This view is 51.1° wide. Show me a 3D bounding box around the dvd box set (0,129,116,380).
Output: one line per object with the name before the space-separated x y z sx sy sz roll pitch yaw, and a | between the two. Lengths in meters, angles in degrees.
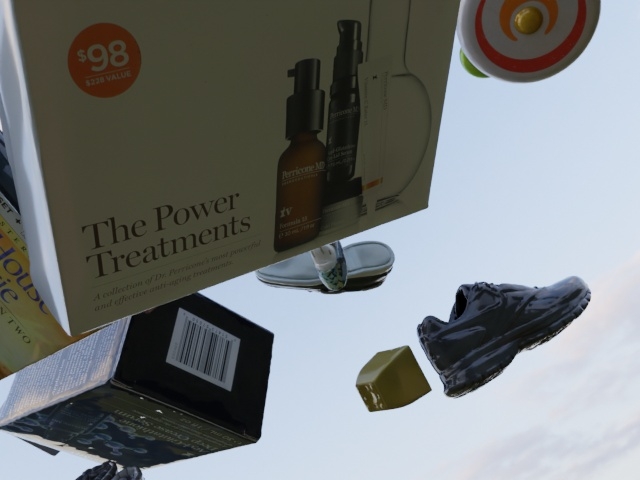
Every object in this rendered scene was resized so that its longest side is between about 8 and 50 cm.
dvd box set | -0.474 0.046 0.836 0.420 0.062 0.308 -25 -71 27

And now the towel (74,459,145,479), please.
towel | -0.353 0.497 0.970 0.283 0.121 0.235 -41 -51 -60

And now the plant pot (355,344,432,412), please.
plant pot | 0.103 0.220 1.026 0.083 0.081 0.081 -29 1 -40

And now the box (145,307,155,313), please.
box | -0.290 -0.031 1.013 0.128 0.257 0.123 -38 -39 -11

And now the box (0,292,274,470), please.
box | -0.328 0.249 1.196 0.395 0.212 0.293 -25 -46 38

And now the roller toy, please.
roller toy | 0.282 -0.327 0.934 0.191 0.146 0.209 -8 -58 14

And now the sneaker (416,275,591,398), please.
sneaker | 0.259 0.102 0.935 0.286 0.130 0.109 -24 -22 -27

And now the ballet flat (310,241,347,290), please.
ballet flat | 0.000 0.000 1.224 0.070 0.189 0.070 -13 -22 -5

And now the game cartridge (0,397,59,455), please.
game cartridge | -0.621 0.354 1.619 0.196 0.060 0.294 45 -121 -32

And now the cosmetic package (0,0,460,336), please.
cosmetic package | -0.053 -0.118 0.542 0.377 0.097 0.285 -20 -53 -33

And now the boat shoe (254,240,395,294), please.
boat shoe | 0.007 0.070 1.412 0.302 0.114 0.091 -1 -42 -10
